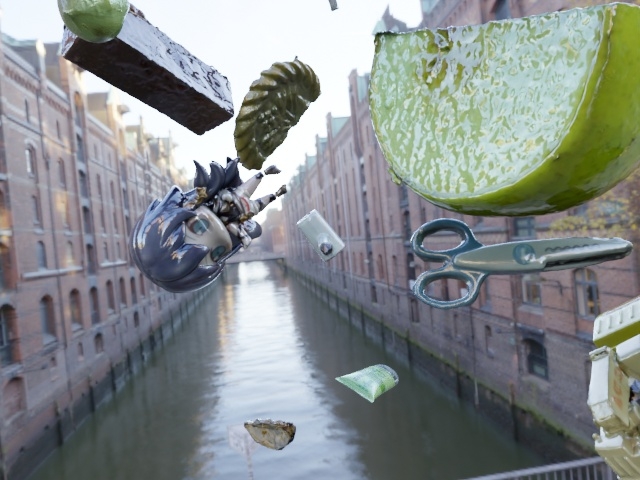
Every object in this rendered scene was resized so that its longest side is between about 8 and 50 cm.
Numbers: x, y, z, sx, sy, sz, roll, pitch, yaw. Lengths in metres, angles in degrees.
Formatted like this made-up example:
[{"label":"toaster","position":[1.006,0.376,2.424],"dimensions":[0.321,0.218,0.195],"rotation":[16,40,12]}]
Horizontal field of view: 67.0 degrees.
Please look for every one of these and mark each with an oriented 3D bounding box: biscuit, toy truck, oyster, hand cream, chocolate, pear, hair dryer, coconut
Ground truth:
[{"label":"biscuit","position":[-0.101,-0.286,1.051],"dimensions":[0.036,0.273,0.187],"rotation":[34,-7,27]},{"label":"toy truck","position":[0.600,0.261,0.869],"dimensions":[0.180,0.254,0.405],"rotation":[-44,1,43]},{"label":"oyster","position":[-0.057,0.225,0.575],"dimensions":[0.083,0.054,0.019],"rotation":[-38,13,47]},{"label":"hand cream","position":[0.115,0.313,1.075],"dimensions":[0.095,0.046,0.175],"rotation":[26,10,31]},{"label":"chocolate","position":[-0.309,-0.313,0.883],"dimensions":[0.112,0.112,0.321],"rotation":[-28,-32,27]},{"label":"pear","position":[0.266,-0.154,0.611],"dimensions":[0.318,0.238,0.342],"rotation":[-4,18,-31]},{"label":"hair dryer","position":[0.000,0.000,1.199],"dimensions":[0.073,0.131,0.236],"rotation":[-38,8,6]},{"label":"coconut","position":[-0.296,-0.303,0.628],"dimensions":[0.088,0.087,0.096],"rotation":[-5,32,27]}]

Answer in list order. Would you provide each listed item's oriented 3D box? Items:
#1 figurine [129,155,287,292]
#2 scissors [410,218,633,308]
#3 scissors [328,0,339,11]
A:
[{"label":"figurine","position":[-0.194,-0.030,0.823],"dimensions":[0.265,0.175,0.197],"rotation":[-39,9,-39]},{"label":"scissors","position":[0.272,0.024,0.675],"dimensions":[0.289,0.138,0.041],"rotation":[-5,-25,16]},{"label":"scissors","position":[0.000,-0.615,1.070],"dimensions":[0.101,0.204,0.027],"rotation":[-7,25,39]}]
